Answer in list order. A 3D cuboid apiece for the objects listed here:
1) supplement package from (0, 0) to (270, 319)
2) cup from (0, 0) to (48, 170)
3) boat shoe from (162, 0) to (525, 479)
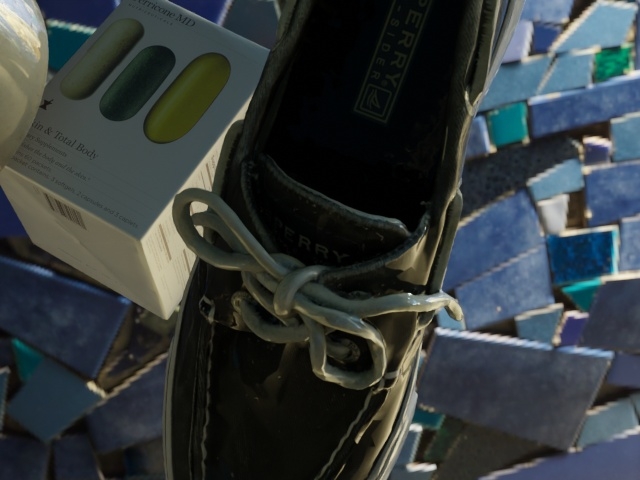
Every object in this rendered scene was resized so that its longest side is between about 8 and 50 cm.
[{"bbox_3d":[-0.189,-0.097,1.078,0.199,0.198,0.263,28,65,14],"label":"supplement package"},{"bbox_3d":[-0.450,-0.191,0.866,0.330,0.237,0.331,-5,69,12],"label":"cup"},{"bbox_3d":[0.004,0.001,0.366,0.113,0.306,0.105,25,9,9],"label":"boat shoe"}]
